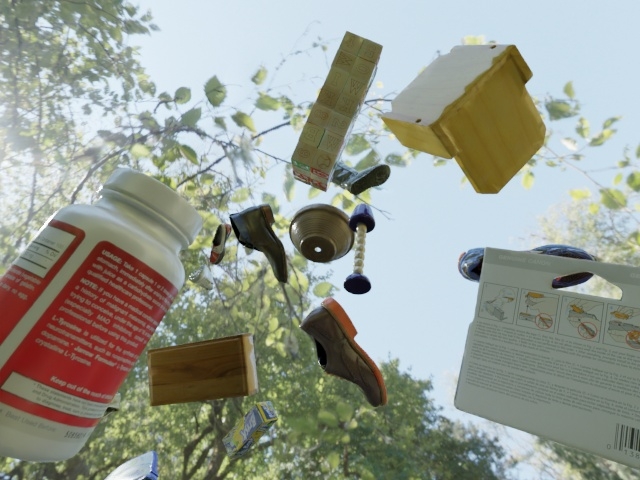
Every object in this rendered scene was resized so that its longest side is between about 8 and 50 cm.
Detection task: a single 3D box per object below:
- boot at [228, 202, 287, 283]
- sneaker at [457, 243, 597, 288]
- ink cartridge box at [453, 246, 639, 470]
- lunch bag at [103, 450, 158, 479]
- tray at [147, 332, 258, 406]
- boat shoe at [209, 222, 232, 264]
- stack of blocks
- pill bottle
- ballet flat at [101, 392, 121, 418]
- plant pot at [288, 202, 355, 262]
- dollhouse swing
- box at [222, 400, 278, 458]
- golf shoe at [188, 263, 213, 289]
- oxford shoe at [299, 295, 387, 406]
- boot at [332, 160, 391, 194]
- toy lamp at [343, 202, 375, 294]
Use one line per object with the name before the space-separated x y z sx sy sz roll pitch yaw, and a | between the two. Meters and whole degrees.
boot | -0.154 0.014 1.022 0.106 0.082 0.219 -12 -111 -22
sneaker | 0.352 0.053 0.706 0.221 0.087 0.083 -5 -84 21
ink cartridge box | 0.372 0.161 0.596 0.066 0.296 0.261 34 -111 -57
lunch bag | -0.306 0.407 0.621 0.096 0.128 0.151 42 -111 -10
tray | -0.428 0.462 1.454 0.410 0.076 0.203 -13 -103 17
boat shoe | -0.305 0.011 1.222 0.049 0.043 0.137 28 -77 20
stack of blocks | 0.034 -0.273 0.907 0.087 0.171 0.297 23 -95 1
pill bottle | -0.367 0.094 0.645 0.229 0.229 0.408 39 -116 -26
ballet flat | -0.507 0.373 0.899 0.057 0.168 0.053 -17 -104 19
plant pot | 0.000 0.000 1.400 0.237 0.110 0.238 5 -50 6
dollhouse swing | 0.446 -0.358 1.254 0.347 0.315 0.305 -46 -52 -7
box | -0.189 0.506 1.094 0.169 0.059 0.054 -50 -36 17
golf shoe | -0.372 0.124 1.322 0.069 0.176 0.086 -40 -83 -6
oxford shoe | 0.047 0.248 0.841 0.098 0.097 0.272 -34 -76 -17
boot | 0.110 -0.235 1.405 0.189 0.208 0.076 -23 -59 -22
toy lamp | 0.107 0.010 1.087 0.080 0.275 0.080 4 -42 4
